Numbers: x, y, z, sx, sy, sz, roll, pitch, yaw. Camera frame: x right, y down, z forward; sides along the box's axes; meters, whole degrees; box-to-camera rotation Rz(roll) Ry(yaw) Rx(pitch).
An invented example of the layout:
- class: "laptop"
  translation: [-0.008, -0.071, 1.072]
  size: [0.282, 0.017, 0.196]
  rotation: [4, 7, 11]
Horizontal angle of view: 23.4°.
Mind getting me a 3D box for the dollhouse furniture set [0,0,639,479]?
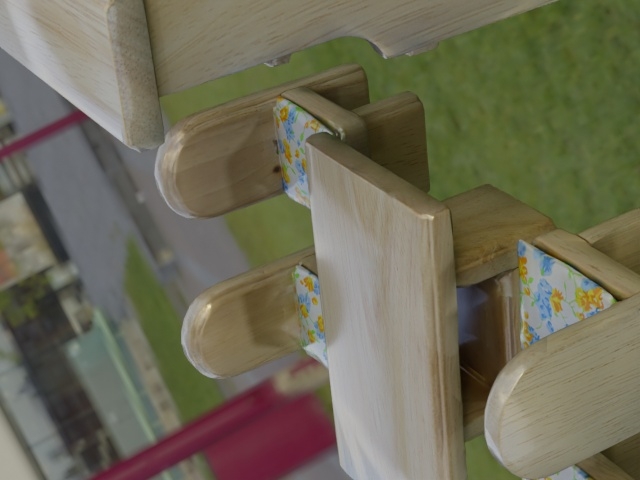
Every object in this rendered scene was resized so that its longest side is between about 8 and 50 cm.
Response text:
- class: "dollhouse furniture set"
  translation: [0.000, 0.000, 0.495]
  size: [0.212, 0.161, 0.242]
  rotation: [36, 140, 50]
